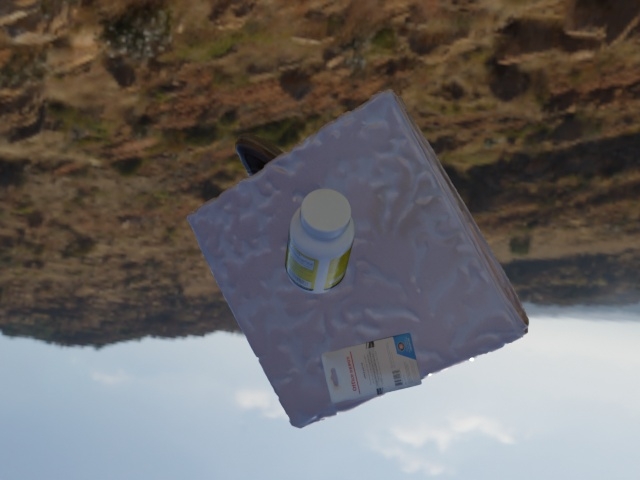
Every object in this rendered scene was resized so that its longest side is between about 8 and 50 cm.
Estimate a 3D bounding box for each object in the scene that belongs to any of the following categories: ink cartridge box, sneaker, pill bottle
[{"bbox_3d":[0.046,0.116,0.815,0.083,0.048,0.028,-13,173,0],"label":"ink cartridge box"},{"bbox_3d":[-0.048,-0.052,1.136,0.188,0.071,0.066,45,160,-13],"label":"sneaker"},{"bbox_3d":[0.000,0.000,0.881,0.065,0.065,0.116,9,151,-2],"label":"pill bottle"}]

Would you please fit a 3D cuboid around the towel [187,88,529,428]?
[{"bbox_3d":[0.032,0.033,1.068,0.331,0.317,0.053,-28,180,28],"label":"towel"}]
